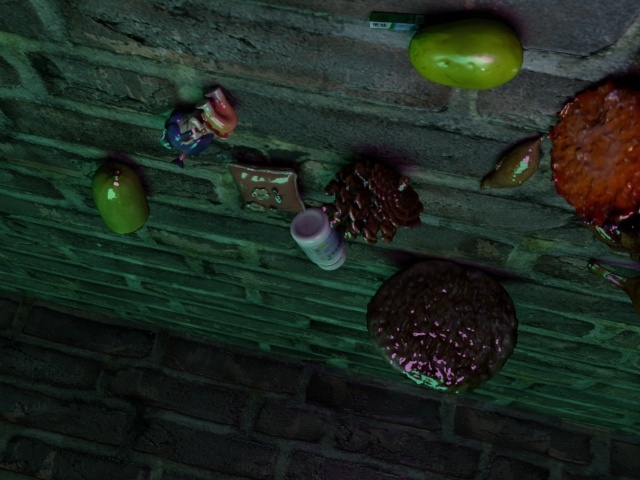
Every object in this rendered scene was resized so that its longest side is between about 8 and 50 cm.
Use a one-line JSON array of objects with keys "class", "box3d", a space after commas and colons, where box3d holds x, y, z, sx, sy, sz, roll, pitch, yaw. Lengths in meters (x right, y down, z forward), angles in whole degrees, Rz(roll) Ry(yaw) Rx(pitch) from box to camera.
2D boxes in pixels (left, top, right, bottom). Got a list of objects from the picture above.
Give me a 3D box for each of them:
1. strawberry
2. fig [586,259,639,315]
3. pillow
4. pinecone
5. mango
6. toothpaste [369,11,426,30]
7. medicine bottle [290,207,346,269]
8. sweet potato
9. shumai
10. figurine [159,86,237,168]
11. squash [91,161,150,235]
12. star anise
[{"class": "strawberry", "box3d": [0.494, -0.130, 1.047, 0.178, 0.233, 0.234, -2, 164, -22]}, {"class": "fig", "box3d": [0.781, 0.104, 1.516, 0.290, 0.191, 0.190, 49, -178, 39]}, {"class": "pillow", "box3d": [-0.126, -0.119, 1.551, 0.172, 0.075, 0.179, 10, 156, 12]}, {"class": "pinecone", "box3d": [0.098, -0.080, 1.395, 0.185, 0.169, 0.212, 56, 155, -15]}, {"class": "mango", "box3d": [0.216, -0.275, 0.983, 0.163, 0.089, 0.117, 8, 170, 21]}, {"class": "toothpaste", "box3d": [0.116, -0.329, 0.999, 0.083, 0.020, 0.017, 8, 158, 14]}, {"class": "medicine bottle", "box3d": [0.000, 0.000, 1.718, 0.103, 0.102, 0.186, 4, 154, 23]}, {"class": "sweet potato", "box3d": [0.359, -0.126, 1.273, 0.068, 0.068, 0.226, 18, 158, -9]}, {"class": "shumai", "box3d": [0.304, 0.261, 1.830, 0.395, 0.394, 0.348, 14, 155, 1]}, {"class": "figurine", "box3d": [-0.247, -0.224, 1.337, 0.195, 0.111, 0.102, -10, 127, 45]}, {"class": "squash", "box3d": [-0.523, -0.121, 1.715, 0.133, 0.132, 0.247, 14, 155, 1]}, {"class": "star anise", "box3d": [0.645, -0.015, 1.332, 0.272, 0.102, 0.272, 26, 180, 0]}]
